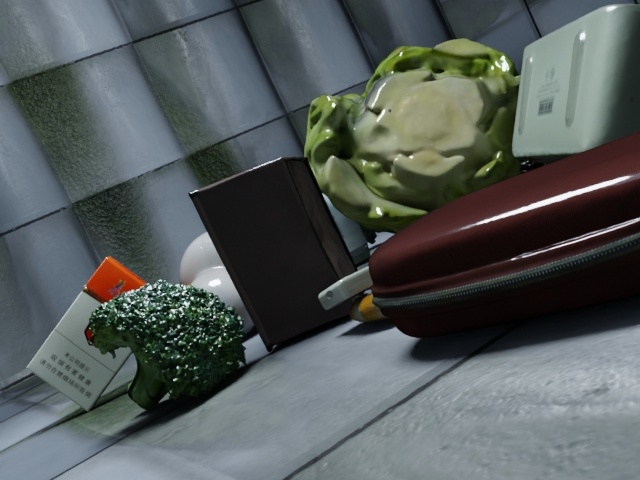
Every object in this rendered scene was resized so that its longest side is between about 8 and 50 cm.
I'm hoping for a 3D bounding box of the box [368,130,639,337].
[{"bbox_3d":[0.229,-0.013,0.739,0.263,0.108,0.404,-28,5,-42],"label":"box"}]

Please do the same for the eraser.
[{"bbox_3d":[-0.032,0.010,1.627,0.227,0.174,0.081,-26,10,-15],"label":"eraser"}]

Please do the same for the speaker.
[{"bbox_3d":[0.403,-0.199,1.144,0.183,0.184,0.406,9,5,-3],"label":"speaker"}]

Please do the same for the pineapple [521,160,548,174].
[{"bbox_3d":[0.440,-0.174,1.713,0.251,0.125,0.125,-10,13,37],"label":"pineapple"}]

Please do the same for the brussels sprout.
[{"bbox_3d":[0.187,-0.163,1.497,0.426,0.342,0.361,-22,-18,-5],"label":"brussels sprout"}]

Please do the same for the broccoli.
[{"bbox_3d":[-0.219,0.159,1.107,0.194,0.220,0.194,-61,13,25],"label":"broccoli"}]

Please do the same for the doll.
[{"bbox_3d":[-0.147,0.090,1.442,0.251,0.221,0.221,2,-5,-18],"label":"doll"}]

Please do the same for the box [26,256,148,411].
[{"bbox_3d":[-0.390,0.164,1.411,0.245,0.139,0.035,-52,2,4],"label":"box"}]

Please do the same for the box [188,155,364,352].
[{"bbox_3d":[-0.052,0.008,1.188,0.153,0.252,0.188,-24,3,12],"label":"box"}]

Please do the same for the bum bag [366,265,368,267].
[{"bbox_3d":[0.097,0.051,1.284,0.058,0.034,0.124,-44,13,-30],"label":"bum bag"}]

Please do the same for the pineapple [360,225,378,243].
[{"bbox_3d":[0.000,0.000,1.758,0.310,0.170,0.141,-22,33,-19],"label":"pineapple"}]

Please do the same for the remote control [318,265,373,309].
[{"bbox_3d":[0.091,0.036,1.042,0.190,0.029,0.087,-25,-6,-25],"label":"remote control"}]

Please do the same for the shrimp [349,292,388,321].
[{"bbox_3d":[0.114,0.063,1.012,0.161,0.049,0.166,-26,-4,12],"label":"shrimp"}]
